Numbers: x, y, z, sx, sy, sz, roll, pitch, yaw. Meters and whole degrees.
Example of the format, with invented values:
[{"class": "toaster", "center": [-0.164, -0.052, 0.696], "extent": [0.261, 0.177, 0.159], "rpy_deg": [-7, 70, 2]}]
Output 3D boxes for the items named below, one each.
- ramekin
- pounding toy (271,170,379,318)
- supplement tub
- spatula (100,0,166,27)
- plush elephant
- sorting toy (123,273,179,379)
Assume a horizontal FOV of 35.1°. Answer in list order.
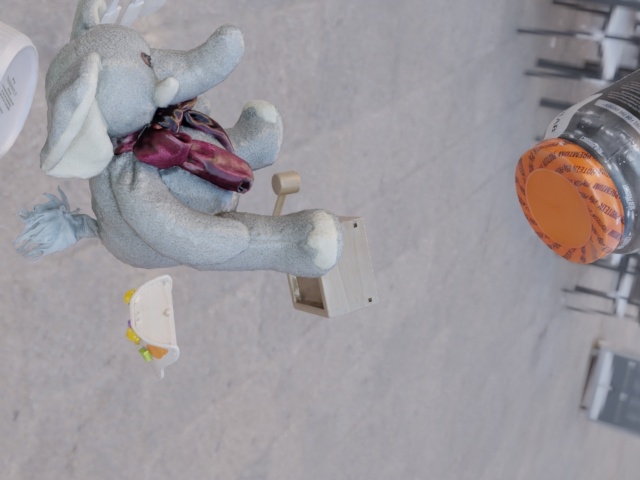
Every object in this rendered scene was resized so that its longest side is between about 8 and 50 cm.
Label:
[{"class": "ramekin", "center": [-0.586, -0.256, 1.739], "extent": [0.273, 0.127, 0.272], "rpy_deg": [-161, -90, -89]}, {"class": "pounding toy", "center": [-0.005, -0.006, 1.477], "extent": [0.094, 0.181, 0.206], "rpy_deg": [-15, 98, -23]}, {"class": "supplement tub", "center": [0.433, -0.117, 1.318], "extent": [0.338, 0.207, 0.207], "rpy_deg": [-28, 135, -21]}, {"class": "spatula", "center": [-0.242, -0.369, 1.422], "extent": [0.168, 0.019, 0.242], "rpy_deg": [-37, 174, -40]}, {"class": "plush elephant", "center": [-0.162, -0.114, 1.002], "extent": [0.272, 0.330, 0.255], "rpy_deg": [-107, -170, -48]}, {"class": "sorting toy", "center": [-0.153, 0.088, 0.930], "extent": [0.075, 0.045, 0.083], "rpy_deg": [92, -11, -49]}]
